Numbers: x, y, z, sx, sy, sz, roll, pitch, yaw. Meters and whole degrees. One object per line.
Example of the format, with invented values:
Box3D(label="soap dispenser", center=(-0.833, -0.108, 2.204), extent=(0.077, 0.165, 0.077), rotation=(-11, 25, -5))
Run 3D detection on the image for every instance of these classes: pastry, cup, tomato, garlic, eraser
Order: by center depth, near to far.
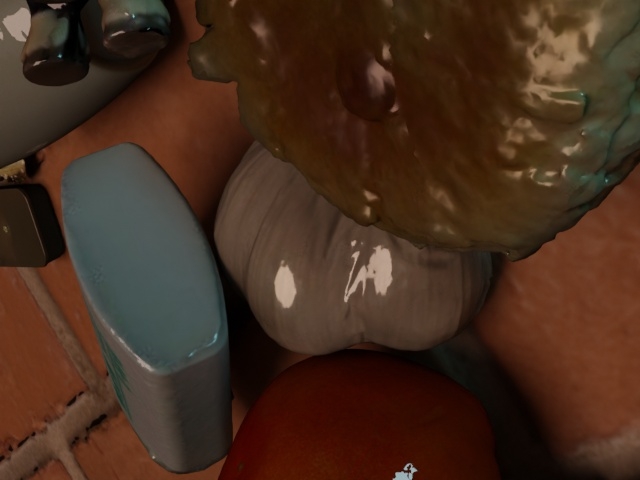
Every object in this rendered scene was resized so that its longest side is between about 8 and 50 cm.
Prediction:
Box3D(label="pastry", center=(0.064, -0.140, 0.612), extent=(0.329, 0.136, 0.330), rotation=(28, 131, 37))
Box3D(label="tomato", center=(0.019, 0.197, 0.806), extent=(0.180, 0.260, 0.260), rotation=(24, 140, -17))
Box3D(label="garlic", center=(0.000, 0.000, 0.814), extent=(0.229, 0.142, 0.178), rotation=(23, 128, 47))
Box3D(label="eraser", center=(-0.135, 0.069, 0.933), extent=(0.290, 0.104, 0.189), rotation=(97, 152, -64))
Box3D(label="cup", center=(-0.256, -0.208, 0.963), extent=(0.234, 0.186, 0.258), rotation=(-17, 71, 40))

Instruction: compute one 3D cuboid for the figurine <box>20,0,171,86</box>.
Box3D(label="figurine", center=(-0.183, -0.297, 0.691), extent=(0.241, 0.412, 0.306), rotation=(-23, 134, 33))

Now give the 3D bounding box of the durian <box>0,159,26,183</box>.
Box3D(label="durian", center=(-0.353, -0.105, 1.186), extent=(0.130, 0.052, 0.066), rotation=(53, 138, 15))

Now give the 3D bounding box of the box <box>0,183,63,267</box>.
Box3D(label="box", center=(-0.329, -0.017, 1.223), extent=(0.126, 0.031, 0.091), rotation=(-2, 109, 46))
